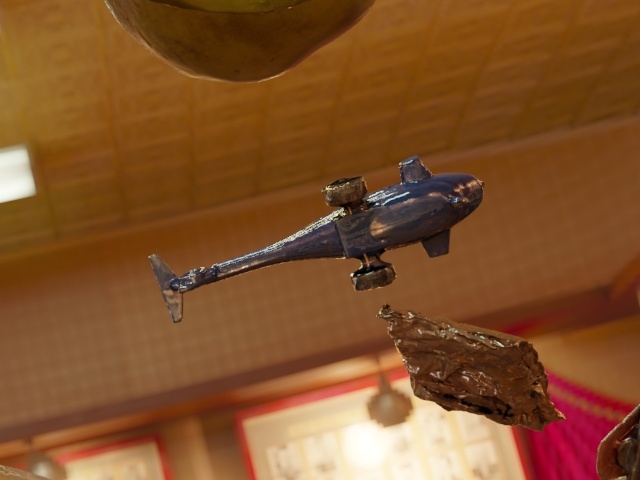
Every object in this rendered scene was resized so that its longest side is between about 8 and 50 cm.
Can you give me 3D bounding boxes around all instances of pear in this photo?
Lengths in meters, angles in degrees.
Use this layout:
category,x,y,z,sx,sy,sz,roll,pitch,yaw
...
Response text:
category,x,y,z,sx,sy,sz,roll,pitch,yaw
pear,-0.093,-0.309,1.680,0.287,0.287,0.375,-18,-27,13

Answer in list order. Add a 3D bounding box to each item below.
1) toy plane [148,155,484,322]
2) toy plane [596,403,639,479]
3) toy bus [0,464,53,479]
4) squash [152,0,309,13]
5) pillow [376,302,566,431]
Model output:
category,x,y,z,sx,sy,sz,roll,pitch,yaw
toy plane,0.000,0.000,0.842,0.167,0.054,0.062,-18,8,3
toy plane,0.283,0.072,1.098,0.223,0.104,0.326,7,-69,-35
toy bus,-0.088,0.260,1.097,0.342,0.138,0.097,29,-31,1
squash,-0.021,-0.194,0.627,0.220,0.133,0.220,13,-28,7
pillow,0.129,0.115,1.482,0.135,0.049,0.248,17,-16,20
